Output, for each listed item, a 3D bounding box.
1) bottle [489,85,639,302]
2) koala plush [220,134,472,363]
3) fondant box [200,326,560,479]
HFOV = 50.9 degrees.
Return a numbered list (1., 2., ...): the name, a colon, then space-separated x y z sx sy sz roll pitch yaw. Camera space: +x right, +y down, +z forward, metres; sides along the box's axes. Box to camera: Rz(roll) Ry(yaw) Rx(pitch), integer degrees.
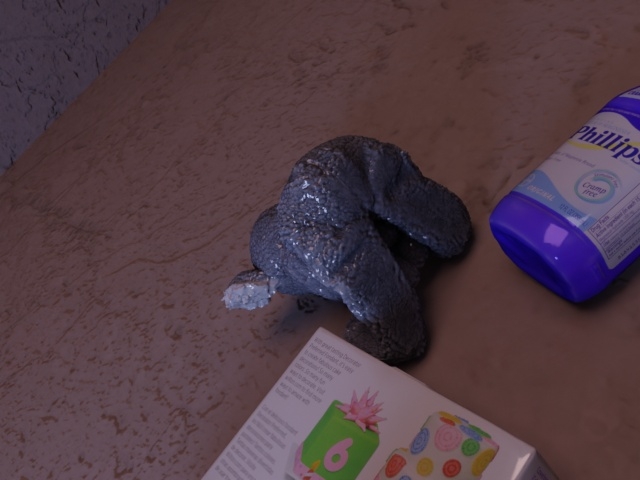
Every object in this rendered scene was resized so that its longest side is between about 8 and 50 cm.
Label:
1. bottle: 0.283 -0.074 0.583 0.283 0.092 0.118 -42 35 -1
2. koala plush: 0.000 0.000 0.702 0.221 0.203 0.196 -9 45 53
3. fondant box: -0.008 0.253 0.503 0.330 0.096 0.238 -52 37 -13
